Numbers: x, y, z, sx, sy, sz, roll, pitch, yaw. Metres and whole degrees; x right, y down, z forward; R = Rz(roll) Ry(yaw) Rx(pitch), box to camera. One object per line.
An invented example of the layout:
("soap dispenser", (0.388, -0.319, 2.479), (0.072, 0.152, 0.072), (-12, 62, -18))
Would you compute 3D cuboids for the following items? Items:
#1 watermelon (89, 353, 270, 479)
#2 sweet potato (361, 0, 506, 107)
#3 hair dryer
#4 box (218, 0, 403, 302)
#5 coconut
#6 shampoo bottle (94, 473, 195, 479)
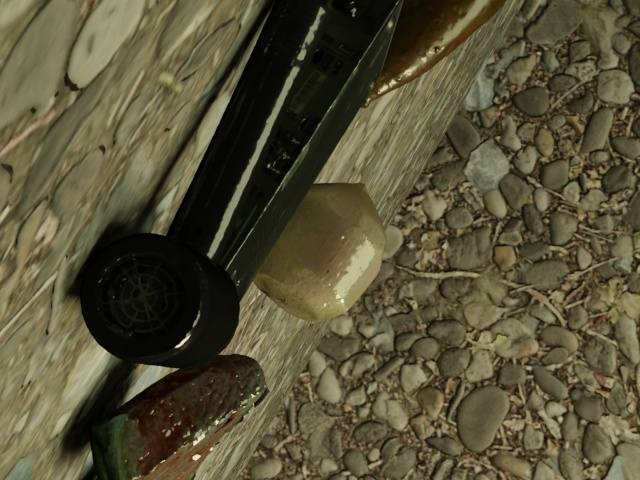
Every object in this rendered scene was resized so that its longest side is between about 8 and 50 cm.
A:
("watermelon", (-0.099, 0.122, 1.090), (0.139, 0.071, 0.187), (-39, 170, 0))
("sweet potato", (0.132, -0.254, 1.273), (0.108, 0.079, 0.346), (-18, 137, -63))
("hair dryer", (-0.049, -0.050, 0.853), (0.128, 0.070, 0.255), (33, 80, -84))
("box", (-0.029, -0.046, 1.071), (0.270, 0.045, 0.211), (-58, 176, -16))
("coconut", (0.000, 0.000, 1.342), (0.124, 0.110, 0.110), (-55, 174, -19))
("shampoo bottle", (-0.174, 0.234, 1.154), (0.067, 0.068, 0.236), (-29, -162, 44))
